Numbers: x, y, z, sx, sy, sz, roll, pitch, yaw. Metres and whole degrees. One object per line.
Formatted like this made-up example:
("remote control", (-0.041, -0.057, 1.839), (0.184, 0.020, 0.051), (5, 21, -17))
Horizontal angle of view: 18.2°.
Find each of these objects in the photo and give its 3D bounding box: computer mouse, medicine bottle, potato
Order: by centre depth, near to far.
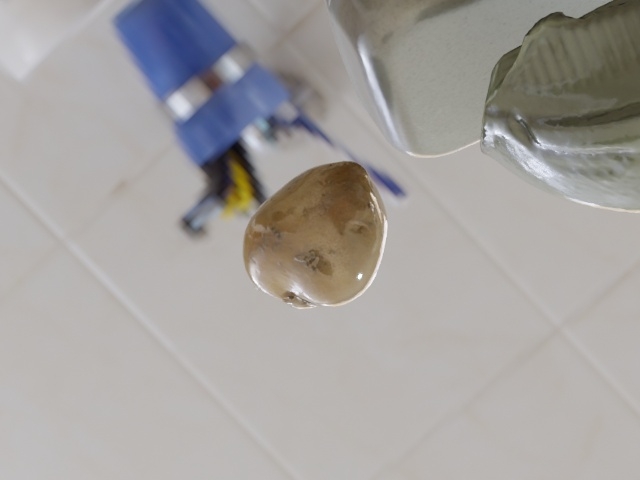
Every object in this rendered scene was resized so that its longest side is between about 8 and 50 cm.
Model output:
("computer mouse", (0.308, -0.112, 1.388), (0.429, 0.145, 0.228), (-23, 156, 26))
("medicine bottle", (0.193, -0.220, 1.624), (0.375, 0.123, 0.282), (-29, 152, -3))
("potato", (-0.001, 0.001, 1.637), (0.112, 0.112, 0.147), (-51, -179, -44))
